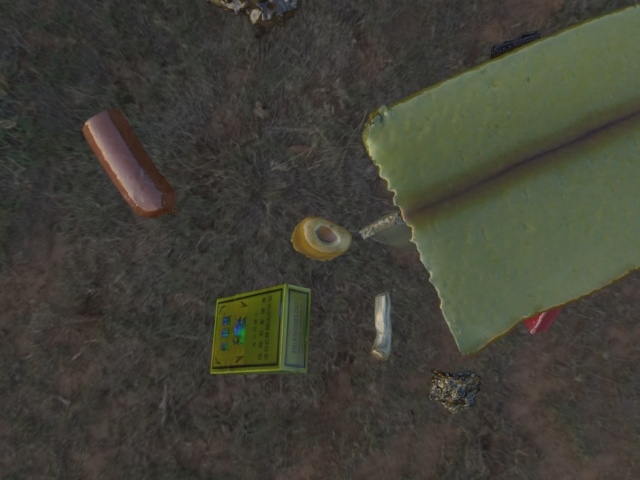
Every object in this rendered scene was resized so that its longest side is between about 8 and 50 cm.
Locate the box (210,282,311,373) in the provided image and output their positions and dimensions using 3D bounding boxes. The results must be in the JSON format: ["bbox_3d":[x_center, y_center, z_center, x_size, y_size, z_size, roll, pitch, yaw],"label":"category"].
[{"bbox_3d":[-0.109,0.162,0.963,0.064,0.219,0.141,16,67,-40],"label":"box"}]

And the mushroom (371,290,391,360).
[{"bbox_3d":[0.176,0.245,1.580,0.059,0.054,0.202,5,92,37],"label":"mushroom"}]

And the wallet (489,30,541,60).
[{"bbox_3d":[0.536,-0.511,1.553,0.132,0.243,0.039,-15,83,12],"label":"wallet"}]

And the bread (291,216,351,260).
[{"bbox_3d":[-0.001,0.001,1.372,0.134,0.173,0.085,24,81,-7],"label":"bread"}]

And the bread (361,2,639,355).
[{"bbox_3d":[0.264,-0.093,0.486,0.361,0.244,0.234,-28,84,29],"label":"bread"}]

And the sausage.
[{"bbox_3d":[-0.261,-0.098,0.769,0.065,0.065,0.169,-33,90,-3],"label":"sausage"}]

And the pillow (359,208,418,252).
[{"bbox_3d":[0.188,-0.018,1.110,0.208,0.119,0.053,12,56,-40],"label":"pillow"}]

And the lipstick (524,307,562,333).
[{"bbox_3d":[0.341,-0.013,0.682,0.051,0.051,0.312,11,118,-22],"label":"lipstick"}]

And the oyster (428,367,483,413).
[{"bbox_3d":[0.278,0.314,1.142,0.105,0.177,0.056,2,52,7],"label":"oyster"}]

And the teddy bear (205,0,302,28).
[{"bbox_3d":[-0.073,-0.385,0.625,0.222,0.296,0.246,-39,131,12],"label":"teddy bear"}]
